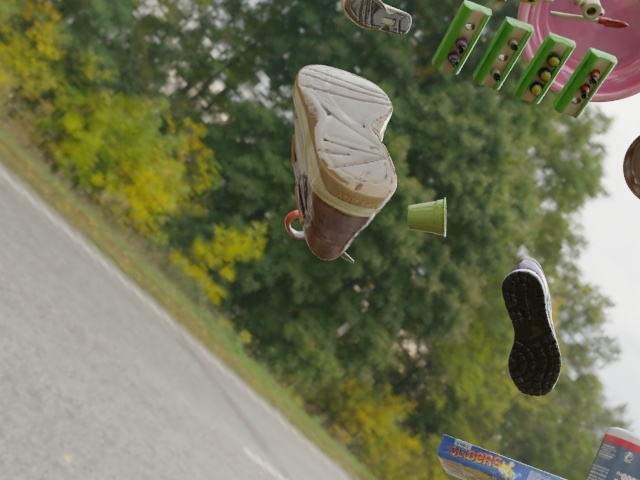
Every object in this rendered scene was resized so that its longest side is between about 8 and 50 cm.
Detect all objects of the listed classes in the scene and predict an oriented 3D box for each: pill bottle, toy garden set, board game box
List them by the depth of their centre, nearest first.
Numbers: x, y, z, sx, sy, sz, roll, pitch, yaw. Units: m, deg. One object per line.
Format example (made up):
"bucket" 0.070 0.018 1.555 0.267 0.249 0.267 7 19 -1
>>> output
"pill bottle" 0.391 0.345 1.330 0.108 0.180 0.108 25 -8 4
"toy garden set" 0.310 -0.280 1.437 0.244 0.203 0.049 17 41 -13
"board game box" 0.281 0.358 1.544 0.201 0.035 0.136 18 -19 20

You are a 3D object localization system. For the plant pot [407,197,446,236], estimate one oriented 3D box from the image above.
"plant pot" 0.222 -0.049 2.144 0.083 0.079 0.083 1 90 -81

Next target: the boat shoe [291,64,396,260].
"boat shoe" 0.014 -0.097 1.187 0.123 0.123 0.342 15 30 -14

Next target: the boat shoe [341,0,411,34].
"boat shoe" 0.103 -0.474 2.137 0.190 0.068 0.072 14 15 -45

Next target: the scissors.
"scissors" 0.000 0.000 2.207 0.297 0.109 0.021 65 4 -62

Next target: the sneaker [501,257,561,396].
"sneaker" 0.441 0.174 2.085 0.124 0.107 0.283 -43 129 -62

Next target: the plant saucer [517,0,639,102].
"plant saucer" 0.553 -0.437 2.001 0.332 0.332 0.084 51 26 -19

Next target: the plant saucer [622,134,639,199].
"plant saucer" 0.625 -0.135 1.818 0.168 0.168 0.029 51 30 -12
